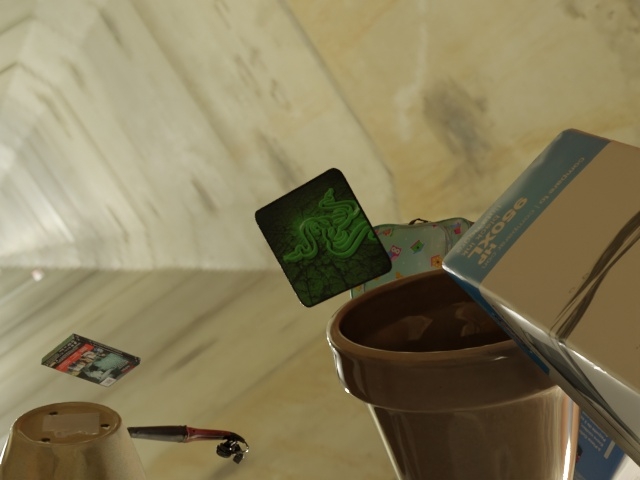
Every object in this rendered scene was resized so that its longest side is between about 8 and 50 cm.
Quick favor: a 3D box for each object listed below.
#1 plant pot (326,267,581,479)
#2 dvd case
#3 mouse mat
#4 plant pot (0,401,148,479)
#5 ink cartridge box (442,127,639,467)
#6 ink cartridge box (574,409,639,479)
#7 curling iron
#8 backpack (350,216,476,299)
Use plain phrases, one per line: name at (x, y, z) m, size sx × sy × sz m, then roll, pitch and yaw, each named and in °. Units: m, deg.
plant pot at (0.150, 0.166, 1.246) m, size 0.263 × 0.263 × 0.229 m, roll 20°, pitch -56°, yaw 60°
dvd case at (-0.339, 0.178, 1.903) m, size 0.119 × 0.087 × 0.013 m, roll 26°, pitch 43°, yaw -33°
mouse mat at (0.000, 0.000, 1.688) m, size 0.190 × 0.007 × 0.152 m, roll -27°, pitch -88°, yaw 45°
plant pot at (-0.296, 0.341, 1.537) m, size 0.256 × 0.256 × 0.274 m, roll 26°, pitch -60°, yaw 56°
ink cartridge box at (0.287, 0.092, 0.902) m, size 0.285 × 0.166 × 0.395 m, roll 44°, pitch -1°, yaw -17°
ink cartridge box at (0.390, 0.221, 1.598) m, size 0.151 × 0.270 × 0.395 m, roll 49°, pitch -32°, yaw 32°
curling iron at (-0.222, 0.335, 2.187) m, size 0.274 × 0.035 × 0.068 m, roll 20°, pitch 13°, yaw -46°
backpack at (0.129, 0.051, 1.758) m, size 0.188 × 0.144 × 0.166 m, roll -5°, pitch -98°, yaw 37°
